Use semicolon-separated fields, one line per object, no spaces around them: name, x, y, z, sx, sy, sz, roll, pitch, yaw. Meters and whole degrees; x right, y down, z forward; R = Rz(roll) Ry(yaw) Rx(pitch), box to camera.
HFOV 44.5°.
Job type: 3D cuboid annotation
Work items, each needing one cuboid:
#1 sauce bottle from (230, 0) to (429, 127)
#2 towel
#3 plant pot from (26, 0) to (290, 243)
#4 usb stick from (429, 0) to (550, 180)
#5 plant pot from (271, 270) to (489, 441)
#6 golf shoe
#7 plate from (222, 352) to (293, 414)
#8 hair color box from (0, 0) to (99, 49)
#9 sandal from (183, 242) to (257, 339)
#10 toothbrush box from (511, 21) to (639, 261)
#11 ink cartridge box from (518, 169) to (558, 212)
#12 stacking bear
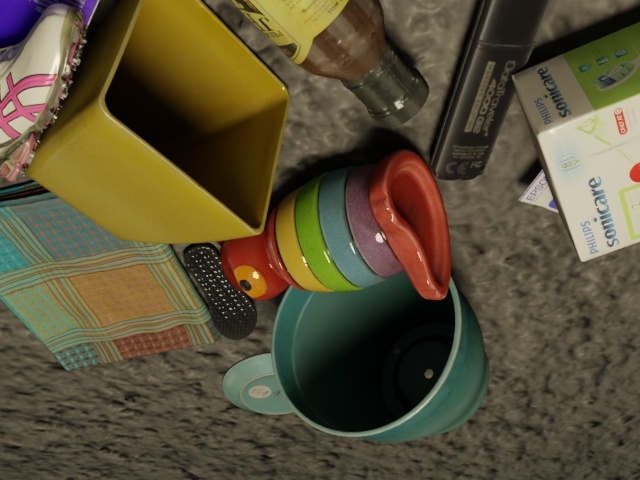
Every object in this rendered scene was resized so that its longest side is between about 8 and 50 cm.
sauce bottle;-0.014;-0.238;0.767;0.111;0.111;0.344;-31;128;25
towel;-0.326;0.058;1.103;0.272;0.040;0.370;-12;136;9
plant pot;-0.182;-0.116;0.829;0.187;0.212;0.212;-19;136;34
usb stick;0.189;-0.181;0.890;0.077;0.045;0.278;-1;136;-13
plant pot;0.113;0.161;1.099;0.272;0.271;0.255;-25;146;21
golf shoe;-0.253;-0.122;0.634;0.086;0.067;0.186;26;129;-25
plate;-0.074;0.255;1.336;0.188;0.024;0.188;-2;137;-2
hair color box;-0.245;-0.243;0.691;0.110;0.185;0.339;20;131;-23
sandal;-0.141;0.070;1.135;0.067;0.040;0.179;-19;120;7
toothbrush box;0.381;-0.127;0.847;0.283;0.122;0.206;-20;131;15
ink cartridge box;0.384;-0.105;0.980;0.208;0.045;0.206;15;131;-19
stacking bear;0.000;0.000;0.985;0.289;0.164;0.175;-16;122;28
